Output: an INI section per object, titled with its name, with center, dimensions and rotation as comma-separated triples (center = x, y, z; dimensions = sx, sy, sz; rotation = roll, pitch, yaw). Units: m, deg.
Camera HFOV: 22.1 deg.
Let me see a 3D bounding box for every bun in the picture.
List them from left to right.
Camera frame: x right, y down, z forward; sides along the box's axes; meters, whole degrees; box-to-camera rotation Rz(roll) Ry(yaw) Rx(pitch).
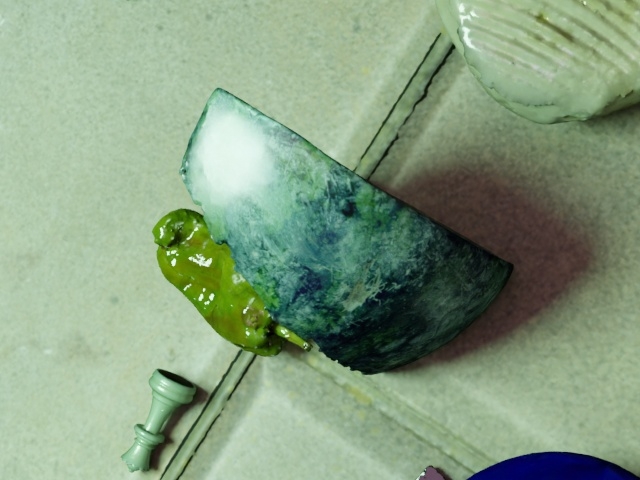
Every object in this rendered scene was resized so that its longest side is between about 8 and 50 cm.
[bun]
center = 0.207, -0.216, 1.328
dimensions = 0.239, 0.141, 0.239
rotation = 0, 98, 1

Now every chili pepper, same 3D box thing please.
[chili pepper]
center = -0.069, 0.053, 1.407
dimensions = 0.204, 0.073, 0.072
rotation = 44, 113, 30

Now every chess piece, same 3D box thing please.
[chess piece]
center = -0.145, 0.161, 1.429
dimensions = 0.042, 0.042, 0.093
rotation = 27, 96, 20

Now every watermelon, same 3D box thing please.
[watermelon]
center = 0.000, 0.000, 1.318
dimensions = 0.148, 0.318, 0.226
rotation = -55, 29, 6

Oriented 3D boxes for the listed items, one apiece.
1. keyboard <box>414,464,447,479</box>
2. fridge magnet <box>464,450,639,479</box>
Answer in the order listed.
[keyboard]
center = 0.044, 0.281, 1.360
dimensions = 0.061, 0.013, 0.204
rotation = 43, 94, 19
[fridge magnet]
center = 0.162, 0.285, 1.239
dimensions = 0.265, 0.113, 0.265
rotation = -19, 49, 24
